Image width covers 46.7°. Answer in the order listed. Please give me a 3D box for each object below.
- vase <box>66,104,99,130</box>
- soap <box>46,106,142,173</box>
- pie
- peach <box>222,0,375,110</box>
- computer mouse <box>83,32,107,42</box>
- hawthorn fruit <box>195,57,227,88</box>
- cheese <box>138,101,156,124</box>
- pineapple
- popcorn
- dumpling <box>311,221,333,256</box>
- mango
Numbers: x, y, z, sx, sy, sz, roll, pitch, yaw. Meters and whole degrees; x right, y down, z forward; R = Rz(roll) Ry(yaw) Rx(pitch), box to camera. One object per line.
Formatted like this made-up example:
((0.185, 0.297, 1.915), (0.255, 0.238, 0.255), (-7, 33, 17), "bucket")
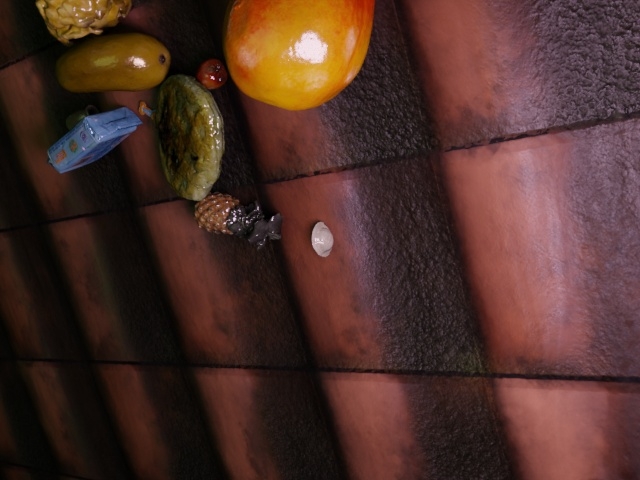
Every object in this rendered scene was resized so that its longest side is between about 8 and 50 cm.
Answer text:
((-0.671, -0.346, 2.098), (0.101, 0.053, 0.053), (-20, 96, 37), "vase")
((-0.626, -0.272, 2.026), (0.293, 0.156, 0.077), (-25, 94, 40), "soap")
((-0.331, -0.257, 1.808), (0.323, 0.071, 0.323), (24, 122, 47), "pie")
((-0.043, -0.420, 1.440), (0.289, 0.289, 0.308), (45, 136, 14), "peach")
((-0.601, -0.505, 1.970), (0.192, 0.062, 0.106), (54, 132, 4), "computer mouse")
((-0.259, -0.392, 1.750), (0.077, 0.077, 0.077), (15, 117, 32), "hawthorn fruit")
((-0.437, -0.328, 1.949), (0.111, 0.017, 0.047), (33, 123, 23), "cheese")
((-0.194, -0.047, 1.816), (0.237, 0.111, 0.119), (15, 91, 31), "pineapple")
((-0.577, -0.586, 1.815), (0.190, 0.250, 0.250), (44, 134, -19), "popcorn")
((0.001, 0.001, 1.722), (0.043, 0.059, 0.077), (28, 121, 38), "dumpling")
((-0.523, -0.431, 1.829), (0.332, 0.195, 0.142), (-5, 91, 18), "mango")
